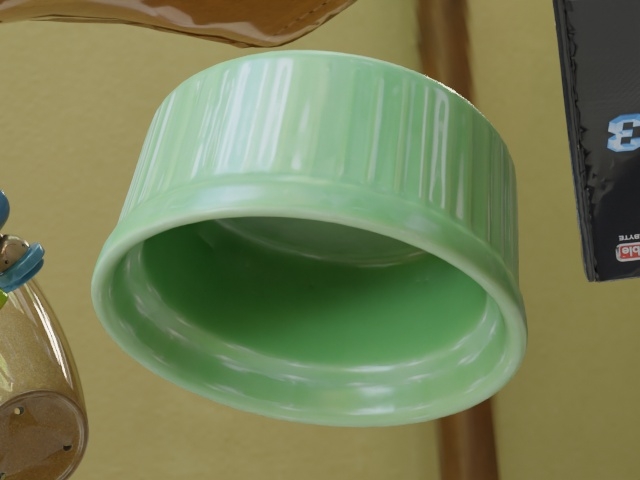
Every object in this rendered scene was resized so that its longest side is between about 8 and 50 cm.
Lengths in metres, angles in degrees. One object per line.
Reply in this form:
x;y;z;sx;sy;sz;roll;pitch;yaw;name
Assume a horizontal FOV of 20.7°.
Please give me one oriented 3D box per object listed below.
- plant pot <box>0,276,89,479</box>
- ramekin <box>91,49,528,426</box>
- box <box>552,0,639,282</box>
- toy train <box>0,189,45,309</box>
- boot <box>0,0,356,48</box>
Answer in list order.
-0.332;0.150;1.736;0.237;0.254;0.237;-14;-62;-28;plant pot
0.000;0.000;1.245;0.303;0.303;0.148;46;-137;-45;ramekin
0.298;-0.118;1.108;0.073;0.295;0.293;-85;-13;-53;box
-0.316;0.020;1.444;0.143;0.105;0.248;53;-156;-17;toy train
-0.008;-0.150;0.298;0.211;0.295;0.104;1;-128;-43;boot
